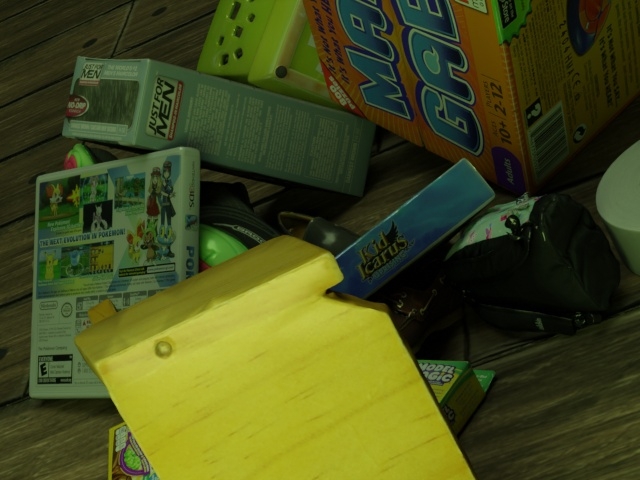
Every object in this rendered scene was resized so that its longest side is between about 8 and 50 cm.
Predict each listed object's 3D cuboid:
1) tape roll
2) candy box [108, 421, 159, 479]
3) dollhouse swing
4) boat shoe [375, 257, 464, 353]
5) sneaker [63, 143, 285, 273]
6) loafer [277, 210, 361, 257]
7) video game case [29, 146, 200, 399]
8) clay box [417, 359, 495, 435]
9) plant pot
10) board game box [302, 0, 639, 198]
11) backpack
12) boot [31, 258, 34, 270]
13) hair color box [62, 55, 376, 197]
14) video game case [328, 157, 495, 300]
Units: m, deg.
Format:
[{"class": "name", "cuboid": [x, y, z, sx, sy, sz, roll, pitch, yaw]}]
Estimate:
[{"class": "tape roll", "cuboid": [0.411, -0.052, 1.697, 0.219, 0.072, 0.219, -24, 27, 13]}, {"class": "candy box", "cuboid": [-0.194, 0.260, 1.815, 0.105, 0.027, 0.206, -24, 27, 5]}, {"class": "dollhouse swing", "cuboid": [-0.038, 0.167, 1.487, 0.315, 0.347, 0.305, -26, 16, 8]}, {"class": "boat shoe", "cuboid": [0.087, 0.080, 1.722, 0.073, 0.073, 0.207, -2, 18, 32]}, {"class": "sneaker", "cuboid": [-0.195, -0.003, 2.108, 0.202, 0.185, 0.482, -9, 27, -38]}, {"class": "loafer", "cuboid": [0.000, 0.000, 2.027, 0.170, 0.061, 0.062, 7, 44, 49]}, {"class": "video game case", "cuboid": [-0.263, 0.049, 1.987, 0.036, 0.300, 0.329, 6, -9, -41]}, {"class": "clay box", "cuboid": [0.075, 0.193, 1.631, 0.127, 0.053, 0.222, -2, 38, 44]}, {"class": "plant pot", "cuboid": [-0.014, -0.293, 2.263, 0.207, 0.228, 0.227, 25, 95, 63]}, {"class": "board game box", "cuboid": [0.216, -0.345, 1.973, 0.356, 0.357, 0.356, -41, 49, -22]}, {"class": "backpack", "cuboid": [0.223, 0.023, 1.701, 0.115, 0.152, 0.182, -43, 17, -34]}, {"class": "boot", "cuboid": [-0.280, 0.032, 2.262, 0.248, 0.090, 0.207, -34, 40, -14]}, {"class": "hair color box", "cuboid": [-0.130, -0.149, 2.094, 0.185, 0.374, 0.114, 10, 88, 52]}, {"class": "video game case", "cuboid": [0.054, 0.032, 1.792, 0.269, 0.061, 0.244, -37, -5, -14]}]
